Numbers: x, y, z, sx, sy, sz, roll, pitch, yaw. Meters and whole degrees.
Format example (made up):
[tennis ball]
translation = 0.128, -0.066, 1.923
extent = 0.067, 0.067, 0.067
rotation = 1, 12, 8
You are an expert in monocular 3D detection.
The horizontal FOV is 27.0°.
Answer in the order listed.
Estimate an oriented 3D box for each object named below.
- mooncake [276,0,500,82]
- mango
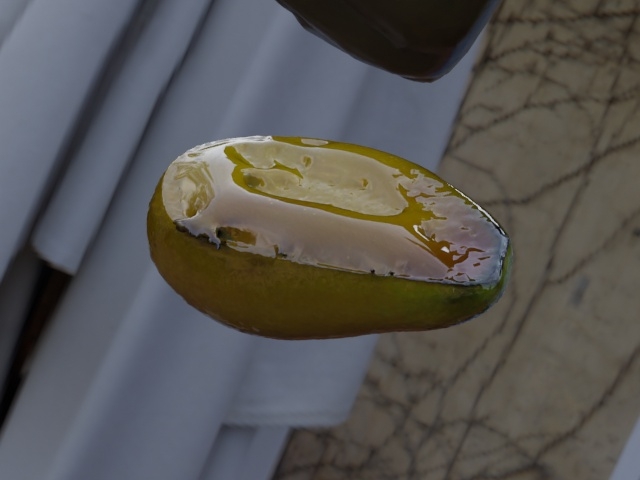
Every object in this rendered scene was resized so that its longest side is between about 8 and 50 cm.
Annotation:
[mooncake]
translation = 0.070, -0.242, 0.773
extent = 0.161, 0.290, 0.290
rotation = 30, 7, -2
[mango]
translation = 0.000, 0.000, 0.528
extent = 0.187, 0.066, 0.101
rotation = 11, 33, 40
